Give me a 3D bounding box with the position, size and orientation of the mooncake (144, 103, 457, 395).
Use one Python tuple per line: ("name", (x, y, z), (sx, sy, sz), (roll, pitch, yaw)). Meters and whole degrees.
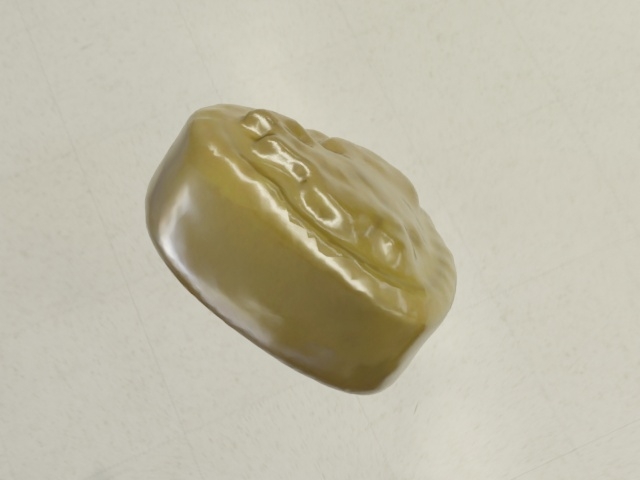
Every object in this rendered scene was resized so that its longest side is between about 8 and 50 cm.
("mooncake", (0.000, 0.000, 0.683), (0.235, 0.235, 0.117), (42, 110, 15))
